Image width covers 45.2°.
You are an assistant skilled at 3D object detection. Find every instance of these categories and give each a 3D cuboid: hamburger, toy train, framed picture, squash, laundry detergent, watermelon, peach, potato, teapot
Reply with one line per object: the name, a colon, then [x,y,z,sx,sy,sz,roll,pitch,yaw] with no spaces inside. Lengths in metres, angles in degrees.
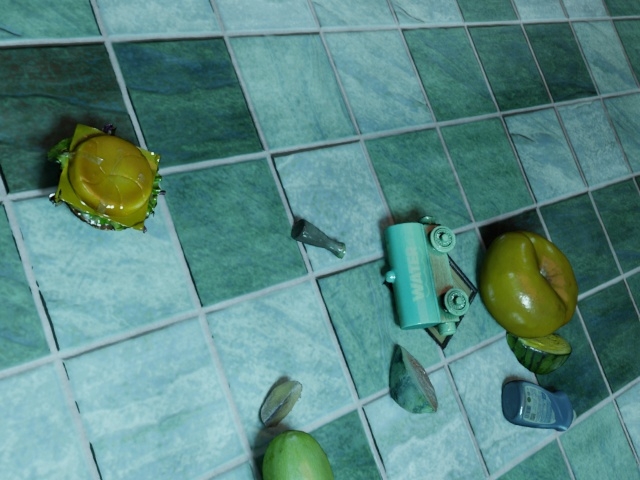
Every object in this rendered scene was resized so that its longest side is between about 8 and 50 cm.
hamburger: [-0.338,-0.090,1.198,0.189,0.093,0.164,36,53,-23]
toy train: [0.203,0.070,1.542,0.159,0.101,0.248,-1,72,-20]
framed picture: [0.237,0.098,1.615,0.195,0.010,0.199,49,51,-12]
squash: [-0.014,0.486,1.214,0.118,0.118,0.371,-7,81,-39]
laundry detergent: [0.485,0.365,1.668,0.206,0.061,0.097,19,60,-31]
watermelon: [0.499,0.261,1.737,0.181,0.075,0.092,6,26,-37]
peach: [0.461,0.095,1.700,0.251,0.153,0.251,15,67,-39]
watermelon: [0.179,0.278,1.452,0.094,0.081,0.180,22,23,-8]
potato: [-0.070,0.276,1.305,0.093,0.036,0.037,-47,141,-20]
teapot: [0.000,0.000,1.457,0.110,0.042,0.043,28,58,-31]
